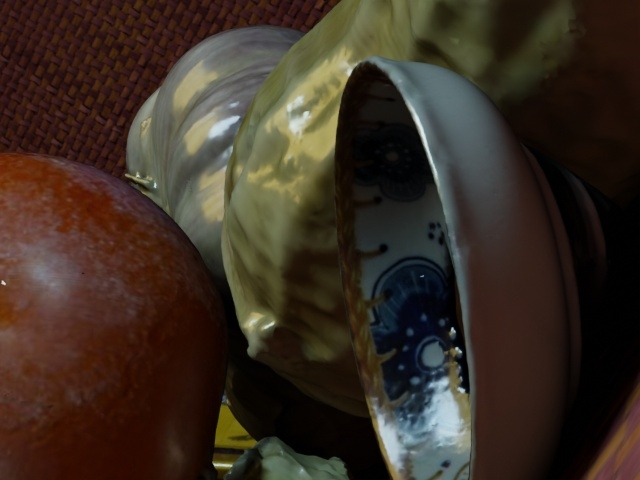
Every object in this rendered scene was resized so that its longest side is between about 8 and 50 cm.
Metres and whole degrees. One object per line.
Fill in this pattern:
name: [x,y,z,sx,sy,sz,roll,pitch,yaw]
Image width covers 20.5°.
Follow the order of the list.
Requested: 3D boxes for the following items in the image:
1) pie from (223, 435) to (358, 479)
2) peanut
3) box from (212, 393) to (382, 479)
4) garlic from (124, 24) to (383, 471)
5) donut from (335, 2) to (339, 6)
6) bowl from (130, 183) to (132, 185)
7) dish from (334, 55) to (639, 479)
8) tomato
pie: [-0.079,0.230,0.733,0.339,0.083,0.339,-61,-1,-2]
peanut: [0.052,-0.046,0.624,0.153,0.140,0.325,-19,-23,-28]
box: [-0.111,0.106,1.093,0.193,0.301,0.084,-57,-37,-53]
garlic: [0.000,0.000,0.921,0.160,0.245,0.245,-23,-10,-12]
donut: [0.113,-0.145,0.803,0.270,0.103,0.270,-42,1,1]
bowl: [-0.036,0.096,1.309,0.313,0.146,0.313,-12,-74,-47]
dish: [0.058,0.013,0.511,0.141,0.078,0.141,172,90,-78]
tomato: [-0.147,0.068,0.780,0.232,0.189,0.232,-41,43,54]
